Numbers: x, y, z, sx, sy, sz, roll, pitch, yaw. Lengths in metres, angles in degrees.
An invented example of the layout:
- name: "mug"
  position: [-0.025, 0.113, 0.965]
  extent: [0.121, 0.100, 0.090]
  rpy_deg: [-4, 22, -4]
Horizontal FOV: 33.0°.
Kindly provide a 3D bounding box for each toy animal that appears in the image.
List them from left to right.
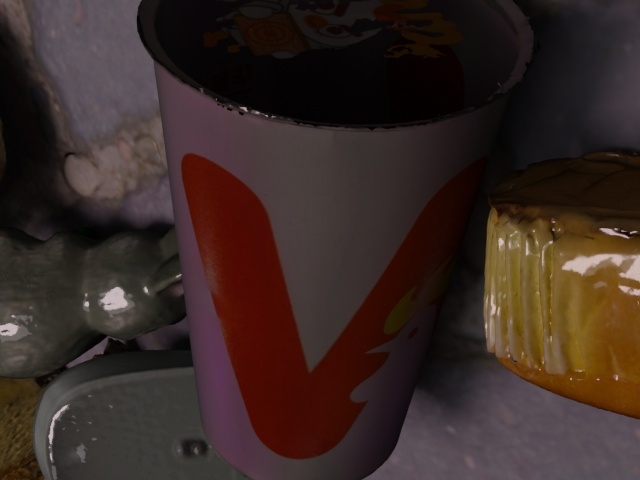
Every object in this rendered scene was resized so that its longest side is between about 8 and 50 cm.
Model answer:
- name: "toy animal"
  position: [-0.163, 0.045, 0.811]
  extent: [0.236, 0.138, 0.108]
  rpy_deg: [1, 144, 24]

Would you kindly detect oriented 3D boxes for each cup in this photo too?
- name: "cup"
  position: [0.000, 0.000, 0.616]
  extent: [0.203, 0.203, 0.288]
  rpy_deg: [28, 134, 25]

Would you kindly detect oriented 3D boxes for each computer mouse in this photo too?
- name: "computer mouse"
  position: [-0.100, 0.143, 0.800]
  extent: [0.231, 0.079, 0.127]
  rpy_deg: [0, 101, 3]

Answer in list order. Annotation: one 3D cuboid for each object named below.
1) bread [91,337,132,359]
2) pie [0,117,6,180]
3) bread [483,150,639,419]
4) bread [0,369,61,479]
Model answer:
- name: "bread"
  position: [-0.154, 0.189, 0.903]
  extent: [0.119, 0.067, 0.192]
  rpy_deg: [33, 128, 26]
- name: "pie"
  position: [-0.377, -0.059, 0.880]
  extent: [0.315, 0.092, 0.315]
  rpy_deg: [-6, 79, 35]
- name: "bread"
  position: [0.171, 0.020, 0.511]
  extent: [0.191, 0.132, 0.114]
  rpy_deg: [13, 119, 38]
- name: "bread"
  position: [-0.314, 0.150, 0.995]
  extent: [0.152, 0.127, 0.147]
  rpy_deg: [49, 136, 31]
